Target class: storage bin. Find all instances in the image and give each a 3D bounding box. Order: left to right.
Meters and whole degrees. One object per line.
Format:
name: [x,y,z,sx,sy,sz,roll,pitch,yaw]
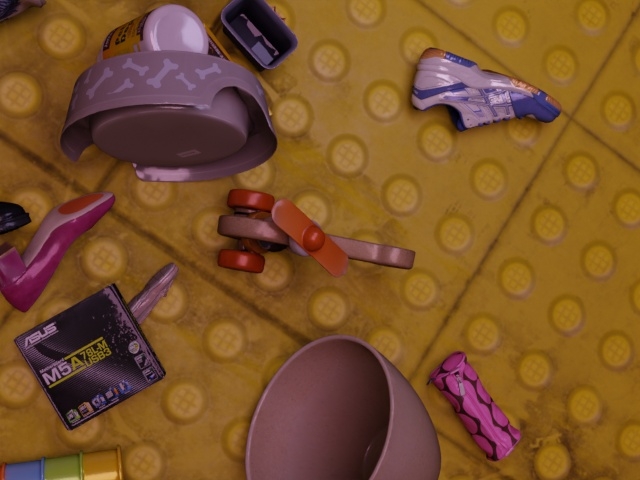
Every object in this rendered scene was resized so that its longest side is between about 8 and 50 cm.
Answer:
storage bin: [-0.113,-0.371,1.701,0.098,0.091,0.135,-45,98,-12]

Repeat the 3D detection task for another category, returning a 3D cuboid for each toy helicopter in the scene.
toy helicopter: [0.000,0.000,1.633,0.355,0.235,0.140,11,84,-13]

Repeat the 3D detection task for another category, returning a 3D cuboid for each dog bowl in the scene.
dog bowl: [-0.244,-0.197,1.541,0.349,0.349,0.102,1,75,-14]

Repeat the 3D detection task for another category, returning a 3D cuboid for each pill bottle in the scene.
pill bottle: [-0.288,-0.313,1.583,0.117,0.215,0.117,4,84,-39]

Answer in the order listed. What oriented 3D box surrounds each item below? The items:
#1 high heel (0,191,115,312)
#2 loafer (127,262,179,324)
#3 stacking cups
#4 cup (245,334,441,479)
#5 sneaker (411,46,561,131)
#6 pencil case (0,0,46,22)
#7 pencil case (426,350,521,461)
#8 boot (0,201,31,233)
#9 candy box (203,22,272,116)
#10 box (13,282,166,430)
high heel: [-0.439,0.016,1.618,0.244,0.082,0.117,-39,125,-25]
loafer: [-0.290,0.094,1.659,0.125,0.045,0.039,-46,114,-5]
stacking cups: [-0.484,0.408,1.563,0.316,0.096,0.096,-7,88,-13]
cup: [0.069,0.355,1.616,0.237,0.331,0.331,30,79,-38]
sneaker: [0.310,-0.263,1.807,0.296,0.112,0.131,17,100,-11]
pencil case: [-0.654,-0.364,1.519,0.410,0.183,0.160,-31,89,-13]
pencil case: [0.289,0.311,1.758,0.095,0.098,0.209,-39,97,-13]
boot: [-0.621,-0.091,1.555,0.246,0.094,0.207,-14,94,-8]
candy box: [-0.188,-0.278,1.710,0.105,0.027,0.206,-39,96,-10]
box: [-0.388,0.197,1.608,0.191,0.045,0.184,-29,96,-3]
